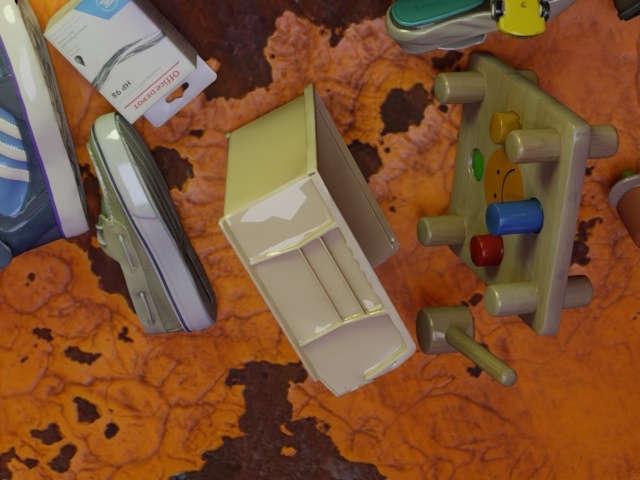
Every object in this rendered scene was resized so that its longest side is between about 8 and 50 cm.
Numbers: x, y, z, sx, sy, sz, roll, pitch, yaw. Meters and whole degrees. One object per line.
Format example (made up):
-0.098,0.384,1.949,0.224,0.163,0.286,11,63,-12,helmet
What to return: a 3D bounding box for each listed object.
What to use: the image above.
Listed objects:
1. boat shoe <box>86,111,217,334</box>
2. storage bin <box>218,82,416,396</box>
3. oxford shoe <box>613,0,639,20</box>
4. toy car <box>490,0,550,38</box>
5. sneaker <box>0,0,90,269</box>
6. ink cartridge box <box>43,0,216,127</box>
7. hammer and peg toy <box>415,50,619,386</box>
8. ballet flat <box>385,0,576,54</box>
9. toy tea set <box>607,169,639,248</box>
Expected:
-0.214,-0.007,1.904,0.094,0.109,0.302,-18,117,8,boat shoe
0.000,0.000,1.831,0.123,0.262,0.260,-26,114,10,storage bin
0.394,-0.345,1.802,0.096,0.083,0.227,39,108,1,oxford shoe
0.190,-0.345,1.769,0.225,0.053,0.239,31,69,6,toy car
-0.408,-0.116,1.828,0.236,0.130,0.322,-13,120,-2,sneaker
-0.211,-0.209,1.833,0.104,0.060,0.180,-39,111,14,ink cartridge box
0.216,-0.006,1.842,0.127,0.266,0.361,-5,116,-21,hammer and peg toy
0.197,-0.262,1.829,0.249,0.086,0.086,-13,115,5,ballet flat
0.505,-0.102,1.914,0.336,0.124,0.200,-11,145,-1,toy tea set
